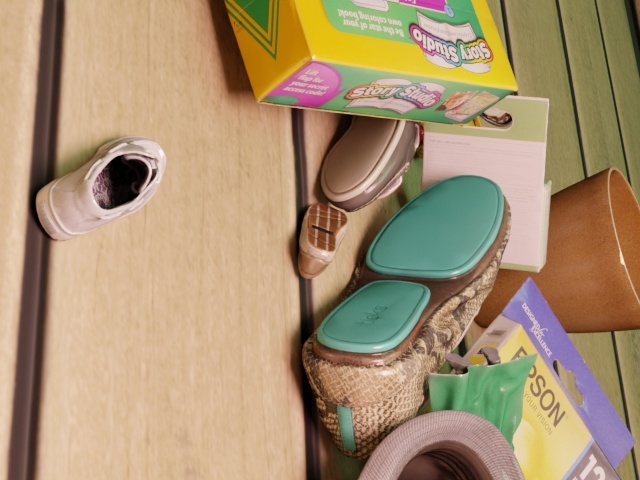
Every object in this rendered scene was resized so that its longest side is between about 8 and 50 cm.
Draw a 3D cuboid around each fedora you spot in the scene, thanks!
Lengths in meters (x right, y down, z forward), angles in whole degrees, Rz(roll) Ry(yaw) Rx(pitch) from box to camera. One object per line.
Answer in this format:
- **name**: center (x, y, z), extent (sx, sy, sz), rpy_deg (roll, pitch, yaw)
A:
- **fedora**: center (0.092, 0.305, 1.285), extent (0.275, 0.124, 0.243), rpy_deg (-33, 102, -48)

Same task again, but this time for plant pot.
- **plant pot**: center (0.339, 0.040, 1.845), extent (0.237, 0.254, 0.237), rpy_deg (46, 36, -47)

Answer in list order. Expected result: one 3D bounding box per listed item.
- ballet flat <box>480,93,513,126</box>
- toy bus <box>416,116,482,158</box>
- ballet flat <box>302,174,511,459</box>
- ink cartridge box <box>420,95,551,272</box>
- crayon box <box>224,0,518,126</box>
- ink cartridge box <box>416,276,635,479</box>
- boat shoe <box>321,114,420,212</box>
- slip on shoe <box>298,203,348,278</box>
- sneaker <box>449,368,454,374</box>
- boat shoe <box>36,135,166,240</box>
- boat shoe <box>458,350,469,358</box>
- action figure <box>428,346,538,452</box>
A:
- **ballet flat**: center (0.232, -0.271, 1.973), extent (0.280, 0.095, 0.096), rpy_deg (38, 21, -41)
- **toy bus**: center (0.168, -0.220, 1.833), extent (0.202, 0.104, 0.190), rpy_deg (47, 35, -45)
- **ballet flat**: center (0.106, 0.091, 1.480), extent (0.483, 0.164, 0.182), rpy_deg (-49, 141, -56)
- **ink cartridge box**: center (0.219, -0.082, 1.682), extent (0.056, 0.171, 0.235), rpy_deg (-33, 127, -65)
- **crayon box**: center (0.040, -0.301, 1.454), extent (0.363, 0.106, 0.313), rpy_deg (0, 67, -46)
- **ink cartridge box**: center (0.260, 0.256, 1.553), extent (0.307, 0.072, 0.303), rpy_deg (-45, 113, -23)
- **boat shoe**: center (0.081, -0.118, 1.573), extent (0.095, 0.112, 0.335), rpy_deg (56, 26, -24)
- **slip on shoe**: center (0.000, 0.000, 1.413), extent (0.051, 0.041, 0.135), rpy_deg (21, 24, -6)
- **sneaker**: center (0.210, 0.265, 1.642), extent (0.126, 0.091, 0.240), rpy_deg (-12, 98, -76)
- **boat shoe**: center (-0.166, -0.053, 1.058), extent (0.184, 0.063, 0.066), rpy_deg (-31, 103, -65)
- **boat shoe**: center (0.248, 0.200, 1.777), extent (0.183, 0.065, 0.083), rpy_deg (21, 57, -59)
- **action figure**: center (0.163, 0.233, 1.395), extent (0.063, 0.137, 0.232), rpy_deg (-138, -133, -59)
